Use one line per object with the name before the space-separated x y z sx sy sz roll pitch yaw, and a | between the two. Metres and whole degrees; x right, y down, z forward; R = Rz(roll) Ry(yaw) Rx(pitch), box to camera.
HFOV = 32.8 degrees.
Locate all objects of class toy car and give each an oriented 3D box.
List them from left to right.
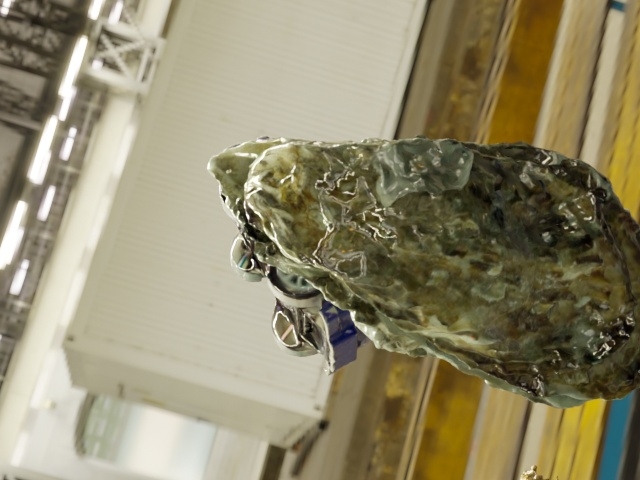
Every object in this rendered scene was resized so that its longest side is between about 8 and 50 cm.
toy car | 0.000 0.000 1.073 0.235 0.158 0.172 58 166 22

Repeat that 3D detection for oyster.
oyster | 0.085 0.004 0.770 0.158 0.351 0.162 115 174 -60

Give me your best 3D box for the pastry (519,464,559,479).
pastry | 0.264 0.305 1.198 0.056 0.140 0.080 -20 44 64
